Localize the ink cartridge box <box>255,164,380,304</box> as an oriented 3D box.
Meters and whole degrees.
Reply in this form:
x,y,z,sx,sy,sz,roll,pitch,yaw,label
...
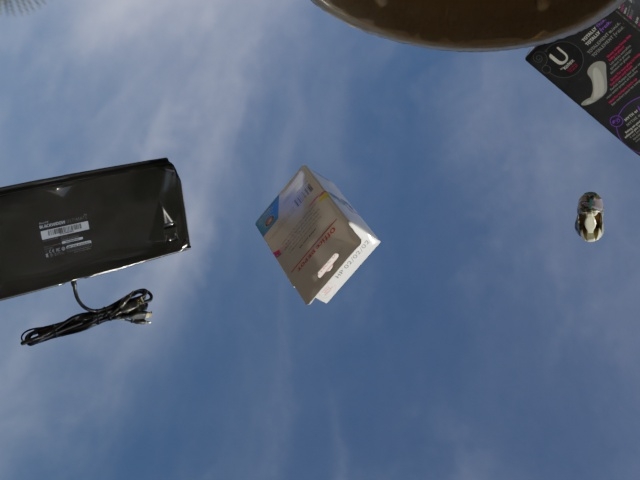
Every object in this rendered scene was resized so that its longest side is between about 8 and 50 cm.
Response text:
x,y,z,sx,sy,sz,roll,pitch,yaw,label
0.000,0.000,0.971,0.104,0.061,0.181,-50,-140,13,ink cartridge box

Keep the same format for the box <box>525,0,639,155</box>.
x,y,z,sx,sy,sz,roll,pitch,yaw,label
0.512,-0.305,1.351,0.165,0.270,0.143,-47,-173,42,box

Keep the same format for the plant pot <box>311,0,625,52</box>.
x,y,z,sx,sy,sz,roll,pitch,yaw,label
0.142,-0.394,0.744,0.333,0.334,0.306,1,-108,31,plant pot

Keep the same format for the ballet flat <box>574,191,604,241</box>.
x,y,z,sx,sy,sz,roll,pitch,yaw,label
0.375,-0.021,1.109,0.041,0.114,0.041,-10,-125,14,ballet flat

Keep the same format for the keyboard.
x,y,z,sx,sy,sz,roll,pitch,yaw,label
-0.295,0.024,0.924,0.033,0.317,0.202,13,-67,52,keyboard
